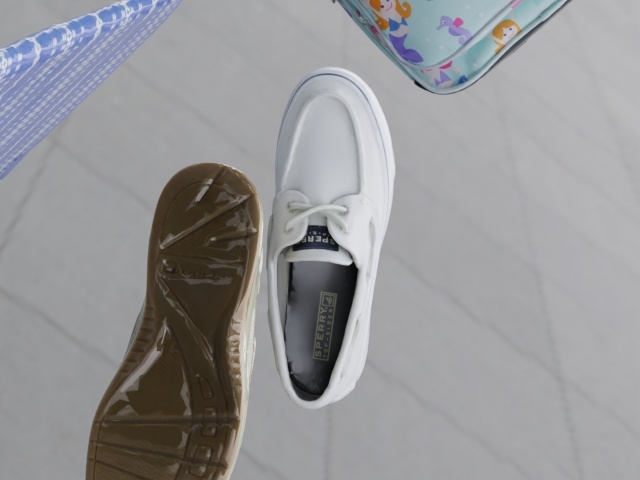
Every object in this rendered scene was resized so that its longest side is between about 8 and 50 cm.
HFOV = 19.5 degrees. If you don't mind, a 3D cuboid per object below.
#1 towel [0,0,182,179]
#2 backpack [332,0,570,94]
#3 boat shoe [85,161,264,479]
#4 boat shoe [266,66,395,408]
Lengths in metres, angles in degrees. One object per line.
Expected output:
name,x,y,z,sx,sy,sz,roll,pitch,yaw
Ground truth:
towel,-0.235,-0.071,1.192,0.040,0.243,0.336,52,30,0
backpack,0.078,-0.250,1.288,0.253,0.225,0.191,50,17,0
boat shoe,-0.098,0.095,1.385,0.109,0.302,0.098,10,-4,7
boat shoe,0.000,0.000,1.455,0.096,0.268,0.088,8,8,7
